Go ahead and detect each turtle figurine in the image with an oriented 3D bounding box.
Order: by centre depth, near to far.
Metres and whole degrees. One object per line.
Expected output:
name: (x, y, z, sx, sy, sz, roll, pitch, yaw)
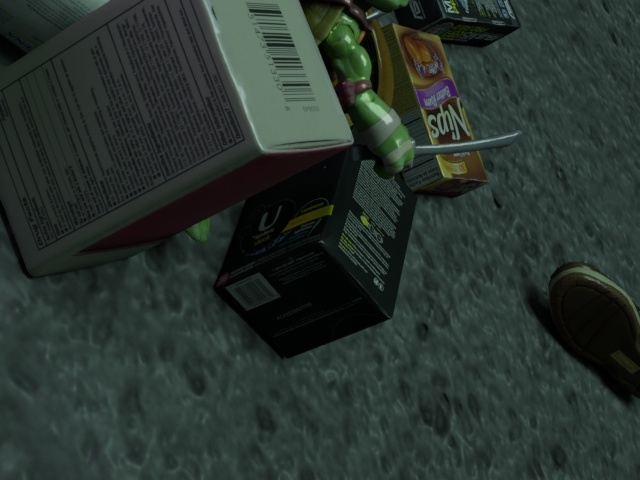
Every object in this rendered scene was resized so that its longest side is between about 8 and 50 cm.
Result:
turtle figurine: (0.001, -0.106, 1.163, 0.198, 0.266, 0.274, 61, 16, 17)

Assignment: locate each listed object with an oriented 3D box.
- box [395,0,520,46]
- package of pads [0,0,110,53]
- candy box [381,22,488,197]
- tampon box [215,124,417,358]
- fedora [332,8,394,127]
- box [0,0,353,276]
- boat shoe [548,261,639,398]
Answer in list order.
box: (0.134, -0.379, 1.760, 0.216, 0.060, 0.270, -9, 76, -56)
package of pads: (-0.251, -0.311, 1.110, 0.229, 0.101, 0.297, 36, 43, -36)
candy box: (0.117, -0.144, 1.581, 0.109, 0.053, 0.187, 1, 70, -56)
tampon box: (0.000, 0.000, 1.245, 0.101, 0.120, 0.161, 48, 35, -27)
fedora: (-0.003, -0.185, 1.406, 0.194, 0.079, 0.194, 31, 50, -45)
box: (-0.118, -0.088, 1.024, 0.127, 0.232, 0.149, -12, 79, -58)
boat shoe: (0.350, 0.098, 1.736, 0.257, 0.095, 0.095, 47, 22, -36)
